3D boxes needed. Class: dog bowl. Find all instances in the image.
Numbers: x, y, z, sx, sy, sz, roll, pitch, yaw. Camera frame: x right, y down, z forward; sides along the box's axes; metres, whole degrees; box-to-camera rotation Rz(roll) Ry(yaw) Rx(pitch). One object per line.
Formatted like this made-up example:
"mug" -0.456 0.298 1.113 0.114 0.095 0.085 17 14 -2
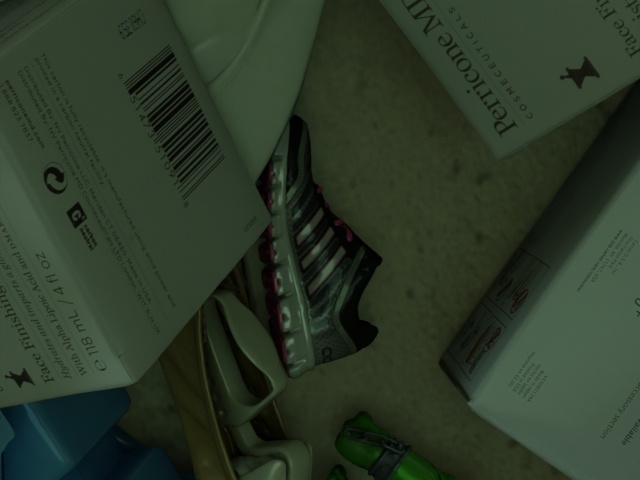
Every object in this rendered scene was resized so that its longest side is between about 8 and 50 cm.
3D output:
"dog bowl" -0.148 0.144 0.971 0.074 0.166 0.297 -29 98 22

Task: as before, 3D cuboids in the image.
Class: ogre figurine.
"ogre figurine" 0.055 0.218 1.029 0.118 0.097 0.197 9 81 13

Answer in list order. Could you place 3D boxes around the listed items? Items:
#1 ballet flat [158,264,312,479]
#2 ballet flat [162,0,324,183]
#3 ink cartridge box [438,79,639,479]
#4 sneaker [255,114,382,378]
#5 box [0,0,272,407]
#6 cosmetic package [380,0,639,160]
"ballet flat" -0.047 0.120 0.996 0.073 0.080 0.232 -22 90 36
"ballet flat" -0.053 -0.204 0.939 0.139 0.139 0.400 21 94 -6
"ink cartridge box" 0.277 0.040 1.000 0.272 0.130 0.309 35 94 -8
"sneaker" 0.000 0.000 1.013 0.075 0.063 0.170 -8 94 -12
"box" -0.144 -0.033 0.865 0.119 0.182 0.181 -14 113 32
"cosmetic package" 0.149 -0.172 0.921 0.184 0.151 0.151 -32 100 31
